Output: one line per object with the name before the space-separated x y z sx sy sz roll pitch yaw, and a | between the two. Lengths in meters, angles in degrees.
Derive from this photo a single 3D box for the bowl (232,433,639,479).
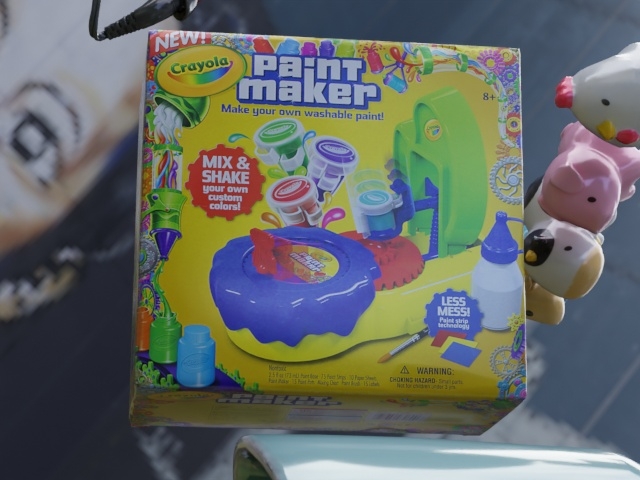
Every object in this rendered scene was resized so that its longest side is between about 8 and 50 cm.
bowl | 0.087 0.203 0.713 0.311 0.163 0.311 166 -90 -79

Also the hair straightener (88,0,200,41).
hair straightener | -0.069 -0.186 1.078 0.089 0.230 0.047 40 -37 3

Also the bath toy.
bath toy | 0.264 -0.056 1.955 0.348 0.129 0.151 109 -30 -48

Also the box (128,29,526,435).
box | 0.000 0.000 1.485 0.290 0.279 0.177 2 -15 -7
